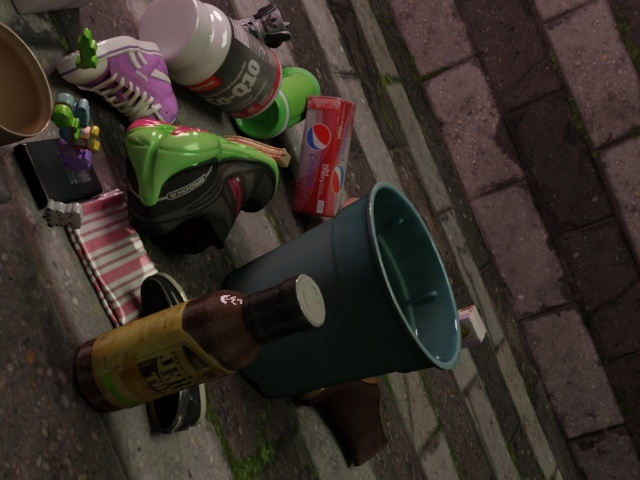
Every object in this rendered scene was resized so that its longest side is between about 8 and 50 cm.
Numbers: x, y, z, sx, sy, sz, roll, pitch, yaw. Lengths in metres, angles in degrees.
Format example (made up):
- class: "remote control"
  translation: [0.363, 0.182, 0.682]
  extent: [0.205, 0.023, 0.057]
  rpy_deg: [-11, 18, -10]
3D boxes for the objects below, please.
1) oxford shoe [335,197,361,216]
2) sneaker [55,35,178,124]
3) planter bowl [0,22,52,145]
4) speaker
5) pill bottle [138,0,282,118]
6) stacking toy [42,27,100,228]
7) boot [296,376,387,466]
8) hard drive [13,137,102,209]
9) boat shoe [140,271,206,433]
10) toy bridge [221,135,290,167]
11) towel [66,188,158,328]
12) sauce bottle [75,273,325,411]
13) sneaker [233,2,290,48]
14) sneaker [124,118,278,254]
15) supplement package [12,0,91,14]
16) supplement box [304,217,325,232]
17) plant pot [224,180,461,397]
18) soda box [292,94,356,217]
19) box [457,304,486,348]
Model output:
- class: "oxford shoe"
  translation: [0.081, 0.055, 1.974]
  extent: [0.140, 0.146, 0.397]
  rpy_deg: [58, 41, -42]
- class: "sneaker"
  translation: [-0.312, -0.243, 1.501]
  extent: [0.161, 0.102, 0.282]
  rpy_deg: [70, 22, -3]
- class: "planter bowl"
  translation: [-0.435, -0.185, 1.151]
  extent: [0.162, 0.109, 0.162]
  rpy_deg: [49, 29, -39]
- class: "speaker"
  translation: [-0.092, -0.308, 2.025]
  extent: [0.131, 0.131, 0.296]
  rpy_deg: [64, 22, -9]
- class: "pill bottle"
  translation: [-0.208, -0.352, 1.755]
  extent: [0.283, 0.161, 0.161]
  rpy_deg: [25, 47, -59]
- class: "stacking toy"
  translation: [-0.331, -0.143, 1.214]
  extent: [0.221, 0.052, 0.167]
  rpy_deg: [105, -12, -48]
- class: "boot"
  translation: [0.053, 0.345, 1.799]
  extent: [0.248, 0.090, 0.207]
  rpy_deg: [-17, 93, -58]
- class: "hard drive"
  translation: [-0.376, -0.100, 1.321]
  extent: [0.094, 0.022, 0.135]
  rpy_deg: [67, 22, -2]
- class: "boat shoe"
  translation: [-0.224, 0.162, 1.328]
  extent: [0.079, 0.084, 0.233]
  rpy_deg: [-6, 85, -57]
- class: "toy bridge"
  translation: [-0.145, -0.169, 1.698]
  extent: [0.063, 0.188, 0.026]
  rpy_deg: [49, 55, -56]
- class: "towel"
  translation: [-0.300, 0.027, 1.366]
  extent: [0.197, 0.029, 0.144]
  rpy_deg: [65, 23, -6]
- class: "sauce bottle"
  translation: [-0.158, 0.128, 1.181]
  extent: [0.111, 0.344, 0.111]
  rpy_deg: [45, 33, -40]
- class: "sneaker"
  translation: [-0.158, -0.448, 1.966]
  extent: [0.101, 0.153, 0.268]
  rpy_deg: [66, 22, -3]
- class: "sneaker"
  translation: [-0.209, -0.081, 1.541]
  extent: [0.483, 0.185, 0.202]
  rpy_deg: [2, 102, -73]
- class: "supplement package"
  translation: [-0.410, -0.430, 1.442]
  extent: [0.105, 0.105, 0.179]
  rpy_deg: [64, 23, -9]
- class: "supplement box"
  translation: [0.000, 0.000, 2.054]
  extent: [0.055, 0.043, 0.083]
  rpy_deg: [27, 45, -57]
- class: "plant pot"
  translation: [0.027, 0.112, 1.628]
  extent: [0.341, 0.334, 0.341]
  rpy_deg: [48, 30, -40]
- class: "soda box"
  translation: [0.009, -0.185, 2.044]
  extent: [0.092, 0.083, 0.263]
  rpy_deg: [4, 96, -65]
- class: "box"
  translation: [0.181, 0.219, 1.888]
  extent: [0.067, 0.324, 0.063]
  rpy_deg: [65, 26, -9]
